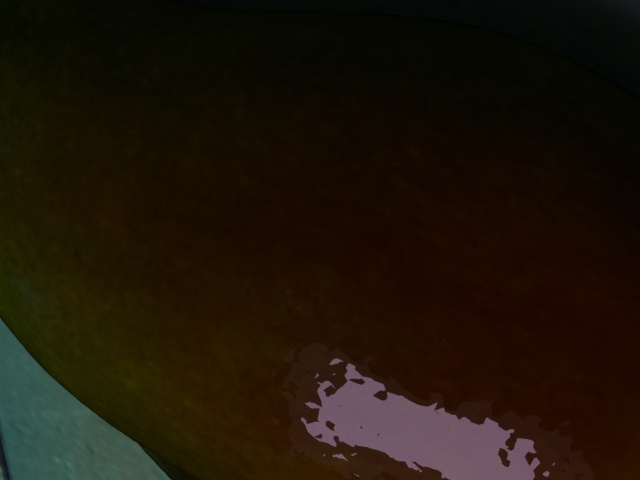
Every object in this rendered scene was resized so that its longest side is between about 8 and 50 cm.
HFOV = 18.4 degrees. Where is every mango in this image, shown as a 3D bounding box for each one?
[{"bbox_3d":[0.000,0.006,0.560,0.289,0.146,0.129,14,-179,26],"label":"mango"}]

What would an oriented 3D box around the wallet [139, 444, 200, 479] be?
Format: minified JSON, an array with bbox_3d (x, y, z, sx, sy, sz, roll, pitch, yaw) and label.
[{"bbox_3d":[-0.053,0.053,0.737,0.176,0.026,0.095,50,145,-14],"label":"wallet"}]
